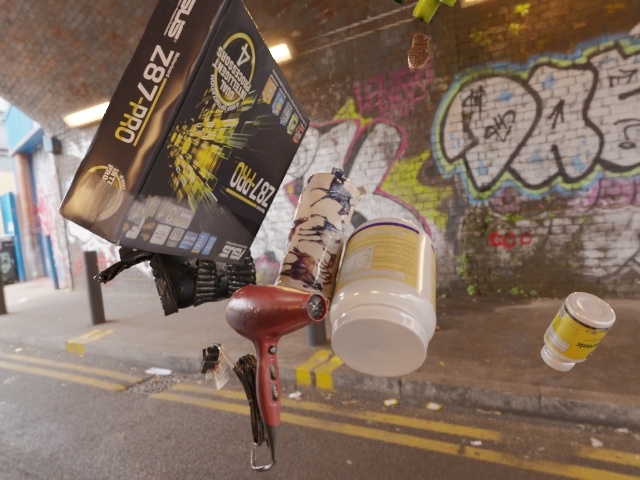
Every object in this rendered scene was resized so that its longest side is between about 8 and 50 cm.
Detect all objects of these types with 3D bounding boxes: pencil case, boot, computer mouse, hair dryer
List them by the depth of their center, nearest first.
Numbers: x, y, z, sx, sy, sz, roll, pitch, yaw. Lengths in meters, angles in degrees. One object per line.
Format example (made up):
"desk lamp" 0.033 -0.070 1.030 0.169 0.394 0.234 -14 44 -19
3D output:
"hair dryer" -0.072 0.170 0.631 0.080 0.294 0.223 -10 48 -46
"computer mouse" -0.331 -0.010 0.881 0.262 0.060 0.184 -43 6 24
"boot" -0.322 0.012 1.139 0.260 0.348 0.131 -16 16 -21
"pencil case" 0.000 0.000 1.186 0.183 0.411 0.160 -3 -34 28
"boot" 0.286 -0.533 1.275 0.059 0.158 0.085 15 -37 5

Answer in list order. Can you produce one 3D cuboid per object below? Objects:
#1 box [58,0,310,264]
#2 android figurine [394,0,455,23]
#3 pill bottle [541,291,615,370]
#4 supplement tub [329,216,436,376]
"box" -0.159 -0.132 0.663 0.097 0.318 0.395 27 -2 13
"android figurine" 0.243 -0.586 0.843 0.056 0.248 0.273 -11 -35 -42
"pill bottle" 0.373 0.138 0.637 0.065 0.116 0.065 5 38 -4
"supplement tub" 0.155 0.127 1.036 0.240 0.241 0.331 -4 38 19
